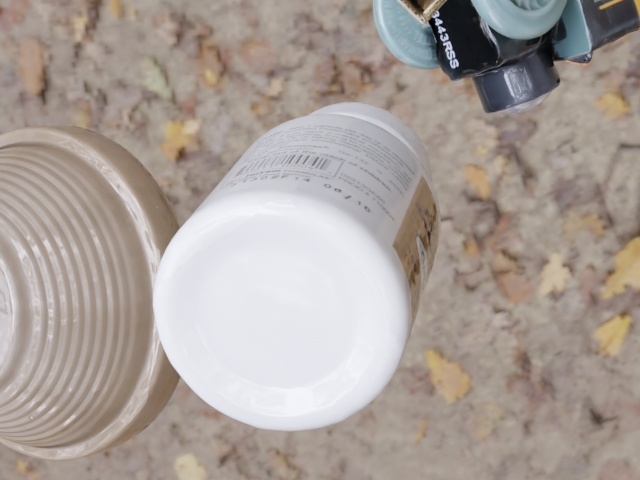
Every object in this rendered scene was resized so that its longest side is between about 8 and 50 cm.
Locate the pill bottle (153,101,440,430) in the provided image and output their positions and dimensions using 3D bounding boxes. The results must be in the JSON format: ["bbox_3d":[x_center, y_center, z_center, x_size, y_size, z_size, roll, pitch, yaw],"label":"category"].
[{"bbox_3d":[0.000,0.000,0.769,0.131,0.229,0.131,4,111,10],"label":"pill bottle"}]

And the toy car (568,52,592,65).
[{"bbox_3d":[0.326,-0.219,1.505,0.122,0.040,0.060,-3,73,4],"label":"toy car"}]

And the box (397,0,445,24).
[{"bbox_3d":[0.082,-0.162,0.504,0.021,0.201,0.164,39,105,-11],"label":"box"}]

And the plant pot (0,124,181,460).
[{"bbox_3d":[-0.211,0.039,0.925,0.237,0.110,0.237,3,95,33],"label":"plant pot"}]

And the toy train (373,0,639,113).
[{"bbox_3d":[0.103,-0.252,0.865,0.142,0.190,0.333,-12,102,58],"label":"toy train"}]
